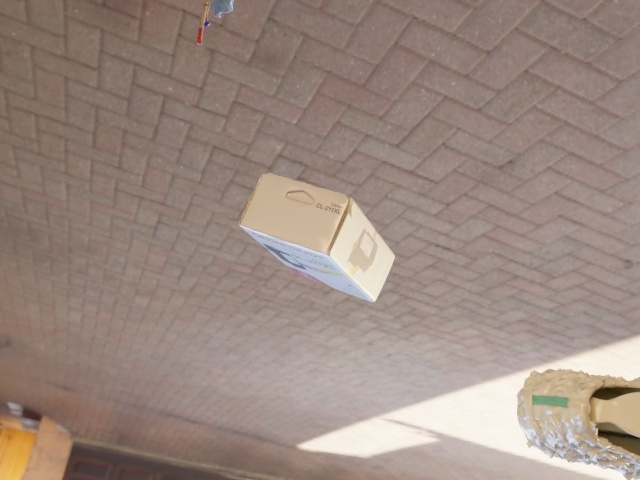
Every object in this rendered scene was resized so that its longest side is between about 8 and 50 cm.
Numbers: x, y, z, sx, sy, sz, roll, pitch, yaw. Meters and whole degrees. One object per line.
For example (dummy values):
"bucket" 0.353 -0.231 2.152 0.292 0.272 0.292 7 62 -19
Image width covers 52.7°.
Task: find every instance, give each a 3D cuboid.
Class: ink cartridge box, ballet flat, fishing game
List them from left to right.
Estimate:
"fishing game" -0.119 -0.443 1.053 0.041 0.189 0.264 27 129 -30
"ink cartridge box" 0.000 0.000 0.786 0.127 0.073 0.175 18 166 29
"ballet flat" 0.442 0.244 0.807 0.408 0.147 0.147 12 154 -17
